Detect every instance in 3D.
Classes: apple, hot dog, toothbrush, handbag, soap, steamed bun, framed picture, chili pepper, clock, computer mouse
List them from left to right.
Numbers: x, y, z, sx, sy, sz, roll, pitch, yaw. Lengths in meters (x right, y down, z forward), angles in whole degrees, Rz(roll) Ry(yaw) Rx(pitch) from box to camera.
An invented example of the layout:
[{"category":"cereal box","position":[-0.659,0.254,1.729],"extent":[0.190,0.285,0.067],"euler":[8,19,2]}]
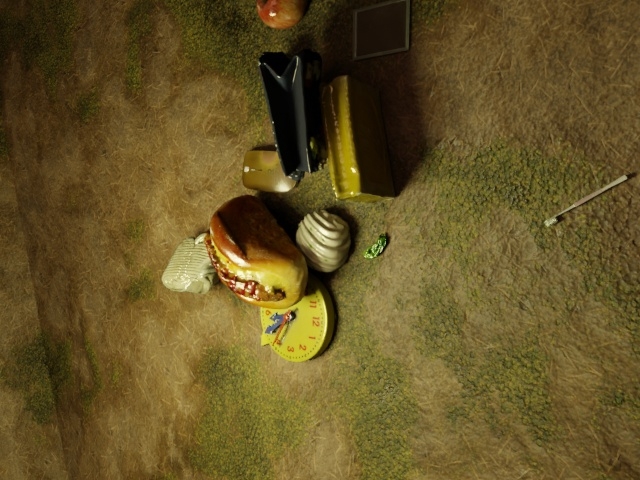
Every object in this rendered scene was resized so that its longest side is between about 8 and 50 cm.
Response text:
[{"category":"steamed bun","position":[-0.402,0.091,2.025],"extent":[0.211,0.144,0.218],"euler":[-3,59,32]},{"category":"hot dog","position":[-0.212,0.035,1.750],"extent":[0.405,0.223,0.185],"euler":[50,138,41]},{"category":"computer mouse","position":[-0.167,-0.216,1.874],"extent":[0.245,0.056,0.126],"euler":[12,98,40]},{"category":"apple","position":[-0.111,-0.698,1.765],"extent":[0.146,0.131,0.146],"euler":[-14,72,49]},{"category":"clock","position":[-0.085,0.227,1.807],"extent":[0.293,0.071,0.277],"euler":[-5,88,39]},{"category":"handbag","position":[-0.051,-0.337,1.587],"extent":[0.122,0.303,0.329],"euler":[-6,106,10]},{"category":"steamed bun","position":[0.000,0.000,1.709],"extent":[0.183,0.106,0.183],"euler":[3,95,39]},{"category":"soap","position":[0.098,-0.257,1.564],"extent":[0.091,0.199,0.315],"euler":[-11,82,32]},{"category":"chili pepper","position":[0.150,0.021,1.633],"extent":[0.091,0.030,0.034],"euler":[-47,38,28]},{"category":"framed picture","position":[0.163,-0.568,1.616],"extent":[0.183,0.011,0.142],"euler":[2,93,39]},{"category":"toothbrush","position":[0.568,-0.084,1.292],"extent":[0.194,0.014,0.017],"euler":[-38,68,34]}]

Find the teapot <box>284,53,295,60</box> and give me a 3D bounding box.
[{"category":"teapot","position":[-0.108,-0.473,1.786],"extent":[0.119,0.130,0.165],"euler":[53,156,8]}]
